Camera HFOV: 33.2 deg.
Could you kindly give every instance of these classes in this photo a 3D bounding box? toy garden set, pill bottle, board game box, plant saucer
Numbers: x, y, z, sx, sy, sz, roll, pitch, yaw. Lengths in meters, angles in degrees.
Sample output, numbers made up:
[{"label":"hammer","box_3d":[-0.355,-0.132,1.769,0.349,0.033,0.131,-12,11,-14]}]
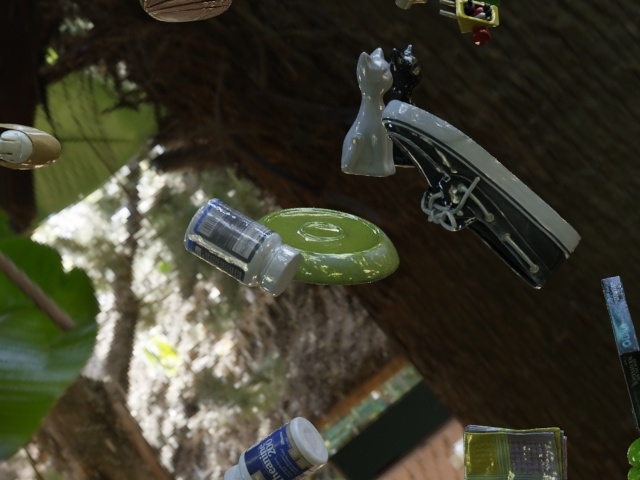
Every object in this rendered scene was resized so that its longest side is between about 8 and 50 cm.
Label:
[{"label":"toy garden set","box_3d":[0.171,-0.413,1.635,0.049,0.244,0.203,126,155,-50]},{"label":"pill bottle","box_3d":[-0.098,0.010,1.372,0.078,0.137,0.078,-55,-13,-19]},{"label":"pill bottle","box_3d":[-0.056,0.271,1.301,0.120,0.067,0.067,-36,-7,15]},{"label":"board game box","box_3d":[0.398,0.153,1.383,0.026,0.186,0.126,-14,42,13]},{"label":"plant saucer","box_3d":[0.000,0.000,1.591,0.241,0.241,0.037,-27,-52,-54]}]

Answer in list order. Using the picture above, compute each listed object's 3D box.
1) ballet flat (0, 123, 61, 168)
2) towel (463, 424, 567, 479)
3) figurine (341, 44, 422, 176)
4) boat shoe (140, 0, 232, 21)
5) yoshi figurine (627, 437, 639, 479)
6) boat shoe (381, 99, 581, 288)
[{"label":"ballet flat","box_3d":[-0.572,-0.167,1.864,0.073,0.232,0.080,-103,23,-78]},{"label":"towel","box_3d":[0.113,0.147,0.624,0.060,0.083,0.009,0,6,19]},{"label":"figurine","box_3d":[0.110,-0.224,1.822,0.215,0.092,0.209,-23,-61,-61]},{"label":"boat shoe","box_3d":[-0.180,-0.370,1.332,0.122,0.110,0.341,-9,-11,-1]},{"label":"yoshi figurine","box_3d":[0.584,0.299,1.364,0.362,0.203,0.203,-7,-21,5]},{"label":"boat shoe","box_3d":[0.187,-0.056,1.389,0.105,0.306,0.113,-52,8,-5]}]
